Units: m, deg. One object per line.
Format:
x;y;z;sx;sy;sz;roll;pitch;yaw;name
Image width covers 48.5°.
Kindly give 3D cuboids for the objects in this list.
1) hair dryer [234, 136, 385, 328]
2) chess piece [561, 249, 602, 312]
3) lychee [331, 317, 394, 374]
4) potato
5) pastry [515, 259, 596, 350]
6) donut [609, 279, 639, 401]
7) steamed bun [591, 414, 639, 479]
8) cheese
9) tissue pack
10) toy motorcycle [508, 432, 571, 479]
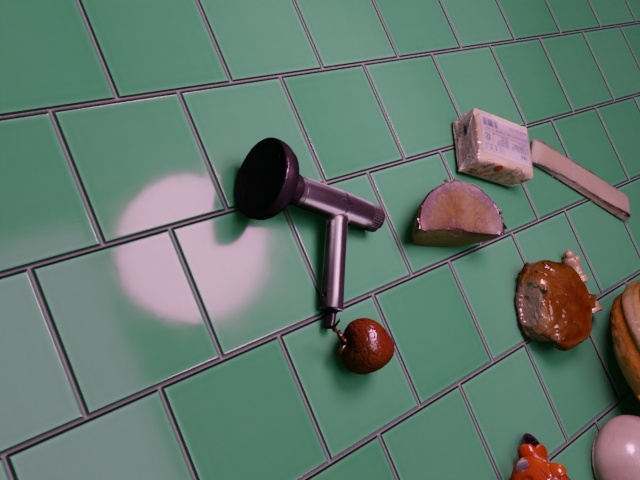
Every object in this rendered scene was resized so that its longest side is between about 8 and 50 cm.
-0.001;-0.009;1.350;0.320;0.155;0.284;26;48;-34;hair dryer
0.665;0.107;1.829;0.060;0.060;0.172;-10;76;-37;chess piece
0.076;0.192;1.349;0.140;0.114;0.101;29;30;-5;lychee
0.286;-0.060;1.599;0.243;0.098;0.138;3;67;-28;potato
0.558;0.149;1.707;0.218;0.100;0.229;-34;98;-34;pastry
0.892;0.301;1.777;0.448;0.198;0.449;32;39;-30;donut
0.760;0.526;1.674;0.231;0.145;0.232;13;66;-31;steamed bun
0.734;-0.168;1.997;0.400;0.034;0.085;25;55;-26;cheese
0.429;-0.226;1.767;0.196;0.092;0.149;12;66;-30;tissue pack
0.499;0.570;1.478;0.326;0.147;0.221;60;27;11;toy motorcycle
